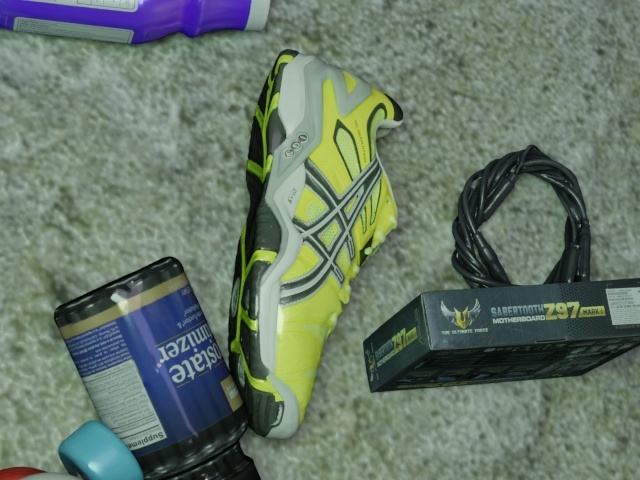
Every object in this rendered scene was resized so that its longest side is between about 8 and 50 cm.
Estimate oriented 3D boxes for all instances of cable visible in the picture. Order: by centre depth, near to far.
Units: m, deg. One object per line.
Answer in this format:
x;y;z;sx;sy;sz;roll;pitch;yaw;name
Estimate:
0.209;-0.012;1.402;0.150;0.047;0.184;7;72;-8;cable

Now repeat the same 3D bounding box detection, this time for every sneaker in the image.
0.000;0.000;1.281;0.147;0.145;0.385;12;71;-12;sneaker

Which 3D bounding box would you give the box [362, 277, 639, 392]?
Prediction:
0.176;0.091;1.276;0.232;0.183;0.059;-2;72;-16;box

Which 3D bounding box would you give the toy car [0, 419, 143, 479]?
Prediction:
-0.191;0.254;1.012;0.219;0.238;0.210;-38;85;-23;toy car

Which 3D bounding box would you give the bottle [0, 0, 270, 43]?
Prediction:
-0.192;-0.255;1.340;0.283;0.092;0.118;4;71;-15;bottle

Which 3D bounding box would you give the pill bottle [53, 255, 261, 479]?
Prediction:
-0.138;0.135;1.196;0.123;0.123;0.219;-26;93;-22;pill bottle
